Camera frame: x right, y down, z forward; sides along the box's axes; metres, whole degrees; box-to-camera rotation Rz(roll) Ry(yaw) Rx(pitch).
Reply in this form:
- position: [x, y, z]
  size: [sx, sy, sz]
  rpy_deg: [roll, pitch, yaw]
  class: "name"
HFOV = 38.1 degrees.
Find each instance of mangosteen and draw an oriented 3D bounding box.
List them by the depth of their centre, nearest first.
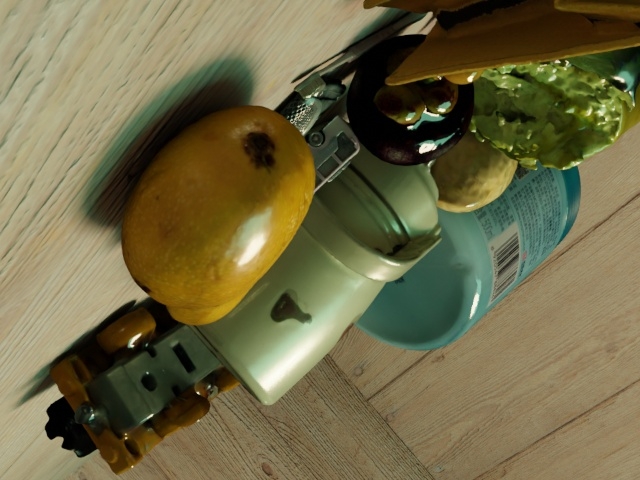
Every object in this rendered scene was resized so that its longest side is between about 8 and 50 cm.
- position: [0.094, -0.145, 0.920]
  size: [0.137, 0.137, 0.151]
  rpy_deg: [-40, 176, -13]
  class: "mangosteen"

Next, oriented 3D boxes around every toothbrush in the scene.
- position: [0.041, -0.181, 0.879]
  size: [0.194, 0.017, 0.014]
  rpy_deg: [-41, -178, -36]
  class: "toothbrush"

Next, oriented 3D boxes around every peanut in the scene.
- position: [0.205, -0.136, 1.209]
  size: [0.111, 0.125, 0.274]
  rpy_deg: [101, 15, -46]
  class: "peanut"

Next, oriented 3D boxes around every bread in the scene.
- position: [0.320, -0.239, 1.121]
  size: [0.376, 0.251, 0.208]
  rpy_deg: [-39, 137, -39]
  class: "bread"

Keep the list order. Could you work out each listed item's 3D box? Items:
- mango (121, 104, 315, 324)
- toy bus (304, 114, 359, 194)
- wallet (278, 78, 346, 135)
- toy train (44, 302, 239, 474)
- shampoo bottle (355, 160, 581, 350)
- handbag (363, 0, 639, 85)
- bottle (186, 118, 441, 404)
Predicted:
- position: [-0.088, -0.017, 0.772]
  size: [0.177, 0.120, 0.295]
  rpy_deg: [-47, 180, -20]
  class: "mango"
- position: [-0.017, -0.068, 0.933]
  size: [0.130, 0.052, 0.037]
  rpy_deg: [-43, -175, -5]
  class: "toy bus"
- position: [-0.031, -0.108, 0.907]
  size: [0.129, 0.026, 0.088]
  rpy_deg: [-43, 175, 19]
  class: "wallet"
- position: [-0.223, 0.177, 1.271]
  size: [0.231, 0.163, 0.369]
  rpy_deg: [-34, 180, 31]
  class: "toy train"
- position: [0.195, -0.041, 1.487]
  size: [0.342, 0.331, 0.331]
  rpy_deg: [-35, 173, -43]
  class: "shampoo bottle"
- position: [0.245, -0.244, 0.798]
  size: [0.283, 0.133, 0.401]
  rpy_deg: [-4, -157, 40]
  class: "handbag"
- position: [0.000, 0.000, 1.054]
  size: [0.351, 0.229, 0.229]
  rpy_deg: [-40, 175, -10]
  class: "bottle"
